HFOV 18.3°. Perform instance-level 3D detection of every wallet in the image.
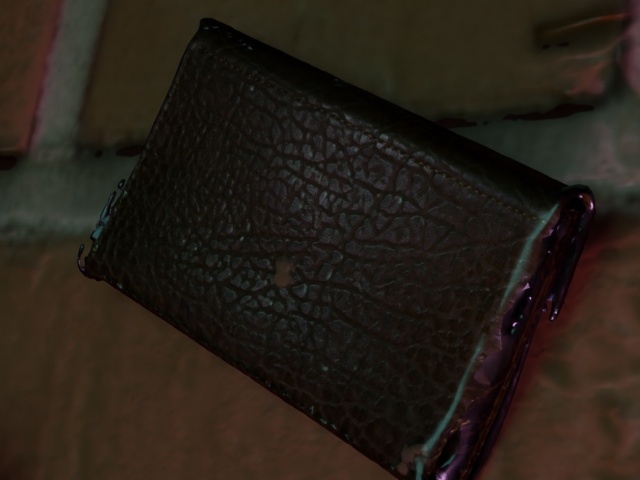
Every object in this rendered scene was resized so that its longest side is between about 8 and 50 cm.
[{"bbox_3d":[0.000,0.000,0.828,0.243,0.039,0.133,28,96,44],"label":"wallet"}]
